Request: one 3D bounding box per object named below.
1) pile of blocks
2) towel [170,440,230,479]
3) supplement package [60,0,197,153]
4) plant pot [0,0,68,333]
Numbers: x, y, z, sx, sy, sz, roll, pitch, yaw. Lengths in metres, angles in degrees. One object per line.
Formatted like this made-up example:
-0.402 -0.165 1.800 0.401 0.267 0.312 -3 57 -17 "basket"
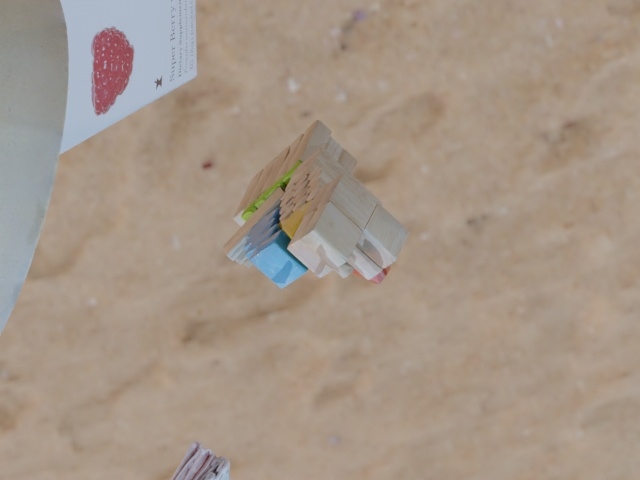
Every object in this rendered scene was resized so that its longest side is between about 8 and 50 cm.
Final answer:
0.000 0.000 1.797 0.112 0.362 0.149 42 96 -13 "pile of blocks"
-0.151 0.414 1.833 0.053 0.317 0.332 12 133 18 "towel"
-0.238 -0.184 1.521 0.175 0.177 0.293 8 -158 21 "supplement package"
-0.301 -0.055 1.187 0.191 0.284 0.284 14 142 -28 "plant pot"
